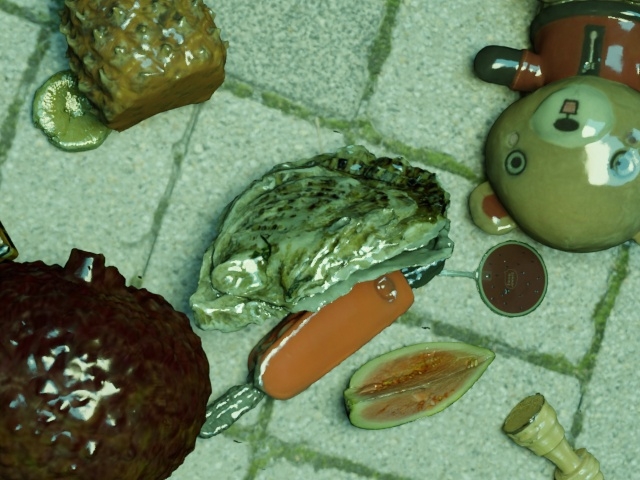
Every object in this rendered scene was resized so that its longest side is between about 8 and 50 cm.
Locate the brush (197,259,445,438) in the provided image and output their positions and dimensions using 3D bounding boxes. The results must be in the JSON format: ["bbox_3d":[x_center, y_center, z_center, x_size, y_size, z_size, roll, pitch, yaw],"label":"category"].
[{"bbox_3d":[-0.003,0.094,1.238,0.323,0.051,0.070,-36,102,-18],"label":"brush"}]

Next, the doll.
[{"bbox_3d":[0.278,-0.149,1.280,0.235,0.174,0.329,6,80,16],"label":"doll"}]

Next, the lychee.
[{"bbox_3d":[-0.226,0.135,1.070,0.261,0.260,0.260,1,85,-15],"label":"lychee"}]

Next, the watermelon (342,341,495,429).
[{"bbox_3d":[0.088,0.140,1.249,0.163,0.087,0.069,-16,59,-17],"label":"watermelon"}]

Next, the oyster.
[{"bbox_3d":[0.000,0.000,1.186,0.268,0.198,0.112,-10,126,-4],"label":"oyster"}]

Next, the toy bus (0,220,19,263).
[{"bbox_3d":[-0.364,-0.052,1.107,0.098,0.114,0.201,-30,88,-7],"label":"toy bus"}]

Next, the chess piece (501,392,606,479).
[{"bbox_3d":[0.271,0.242,1.297,0.172,0.060,0.060,46,76,-10],"label":"chess piece"}]

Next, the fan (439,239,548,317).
[{"bbox_3d":[0.186,0.039,1.314,0.133,0.005,0.085,6,84,-15],"label":"fan"}]

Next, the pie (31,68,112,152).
[{"bbox_3d":[-0.243,-0.127,1.204,0.084,0.020,0.084,1,86,-17],"label":"pie"}]

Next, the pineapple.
[{"bbox_3d":[-0.204,-0.250,1.165,0.158,0.158,0.278,-27,85,-16],"label":"pineapple"}]
